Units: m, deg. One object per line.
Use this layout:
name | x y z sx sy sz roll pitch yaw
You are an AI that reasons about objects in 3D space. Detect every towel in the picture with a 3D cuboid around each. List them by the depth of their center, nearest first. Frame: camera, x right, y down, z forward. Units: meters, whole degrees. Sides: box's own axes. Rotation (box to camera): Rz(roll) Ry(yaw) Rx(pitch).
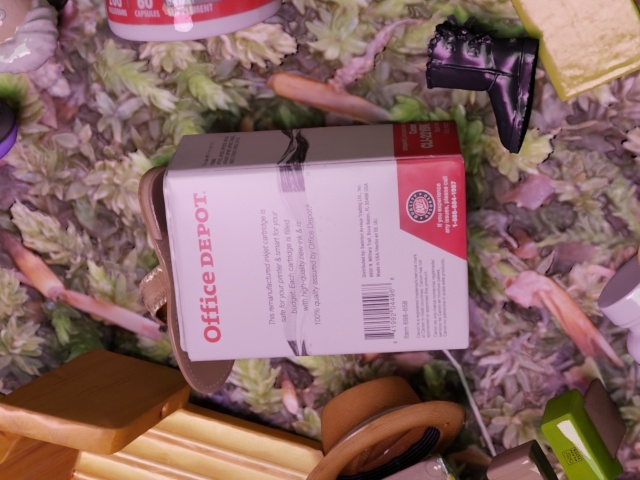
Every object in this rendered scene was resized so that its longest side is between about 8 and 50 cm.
towel | 0.209 -0.246 1.200 0.102 0.021 0.237 -22 108 27

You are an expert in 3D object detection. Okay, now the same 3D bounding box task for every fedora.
fedora | 0.055 0.194 1.382 0.194 0.194 0.079 -40 59 25

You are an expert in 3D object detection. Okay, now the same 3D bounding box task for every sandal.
sandal | -0.152 0.038 1.398 0.079 0.088 0.240 3 111 47

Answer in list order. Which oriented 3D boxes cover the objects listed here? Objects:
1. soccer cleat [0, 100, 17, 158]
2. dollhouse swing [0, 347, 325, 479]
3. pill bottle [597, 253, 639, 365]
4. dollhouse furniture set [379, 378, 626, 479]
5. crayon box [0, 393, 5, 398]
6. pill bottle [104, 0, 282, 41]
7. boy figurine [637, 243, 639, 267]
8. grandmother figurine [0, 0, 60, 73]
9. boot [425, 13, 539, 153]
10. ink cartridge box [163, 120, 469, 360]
soccer cleat | -0.431 -0.054 1.409 0.318 0.108 0.116 -21 127 20
dollhouse swing | -0.181 0.339 1.386 0.305 0.315 0.346 22 104 11
pill bottle | 0.353 0.094 1.264 0.180 0.108 0.108 43 116 -7
dollhouse furniture set | 0.187 0.282 1.385 0.301 0.151 0.197 -29 91 27
crayon box | -0.440 0.212 1.482 0.278 0.165 0.081 32 118 -1
pill bottle | -0.128 -0.328 1.165 0.161 0.161 0.283 -2 113 15
boy figurine | 0.323 -0.033 1.117 0.092 0.285 0.177 25 114 2
grandmother figurine | -0.362 -0.309 1.270 0.208 0.104 0.342 -24 103 31
boot | 0.147 -0.144 1.245 0.099 0.045 0.121 11 121 14
ink cartridge box | 0.000 0.000 1.281 0.273 0.114 0.197 -3 113 2
